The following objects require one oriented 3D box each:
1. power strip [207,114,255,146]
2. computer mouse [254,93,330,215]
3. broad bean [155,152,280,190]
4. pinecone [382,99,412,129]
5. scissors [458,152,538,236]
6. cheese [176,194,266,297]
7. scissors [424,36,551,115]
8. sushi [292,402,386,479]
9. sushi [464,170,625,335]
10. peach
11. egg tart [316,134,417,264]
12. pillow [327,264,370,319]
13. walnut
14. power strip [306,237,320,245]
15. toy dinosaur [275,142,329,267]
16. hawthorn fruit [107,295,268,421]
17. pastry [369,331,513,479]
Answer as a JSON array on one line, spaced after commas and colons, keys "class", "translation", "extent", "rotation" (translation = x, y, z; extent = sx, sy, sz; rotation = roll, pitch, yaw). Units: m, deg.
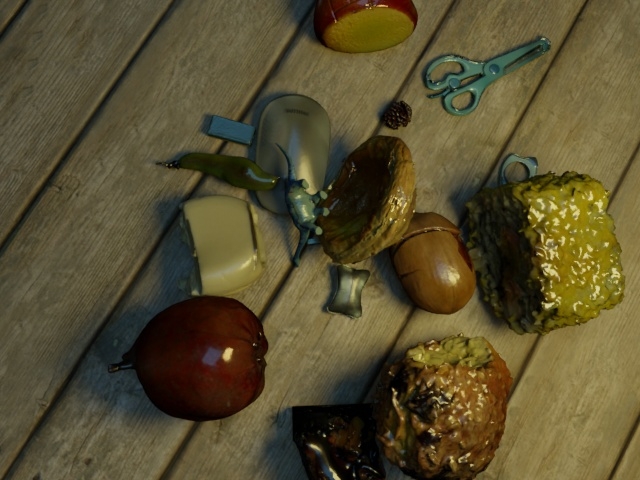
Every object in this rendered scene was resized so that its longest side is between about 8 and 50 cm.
[{"class": "power strip", "translation": [-0.236, -0.292, 1.622], "extent": [0.123, 0.032, 0.056], "rotation": [15, 82, -3]}, {"class": "computer mouse", "translation": [-0.076, -0.230, 1.600], "extent": [0.197, 0.095, 0.330], "rotation": [4, 81, 0]}, {"class": "broad bean", "translation": [-0.259, -0.186, 1.574], "extent": [0.325, 0.067, 0.075], "rotation": [11, 68, 13]}, {"class": "pinecone", "translation": [0.210, -0.342, 1.648], "extent": [0.083, 0.077, 0.077], "rotation": [-16, 83, 3]}, {"class": "scissors", "translation": [0.481, -0.090, 1.655], "extent": [0.360, 0.029, 0.191], "rotation": [-34, 87, -9]}, {"class": "cheese", "translation": [-0.257, 0.012, 1.507], "extent": [0.233, 0.127, 0.266], "rotation": [-11, 63, -7]}, {"class": "scissors", "translation": [0.478, -0.483, 1.709], "extent": [0.393, 0.032, 0.180], "rotation": [-26, 85, -7]}, {"class": "sushi", "translation": [0.046, 0.520, 1.441], "extent": [0.215, 0.212, 0.227], "rotation": [-1, 83, -6]}, {"class": "sushi", "translation": [0.533, 0.031, 1.486], "extent": [0.240, 0.351, 0.396], "rotation": [-16, 96, -14]}, {"class": "peach", "translation": [0.108, -0.619, 1.608], "extent": [0.275, 0.248, 0.245], "rotation": [-18, 49, 6]}, {"class": "egg tart", "translation": [0.131, -0.089, 1.498], "extent": [0.150, 0.352, 0.352], "rotation": [21, 79, -31]}, {"class": "pillow", "translation": [0.075, 0.132, 1.575], "extent": [0.091, 0.055, 0.135], "rotation": [17, 83, -34]}, {"class": "walnut", "translation": [0.273, 0.049, 1.539], "extent": [0.203, 0.203, 0.297], "rotation": [-25, 68, -8]}, {"class": "power strip", "translation": [0.000, 0.000, 1.603], "extent": [0.083, 0.027, 0.017], "rotation": [-7, 85, -6]}, {"class": "toy dinosaur", "translation": [-0.040, -0.086, 1.516], "extent": [0.076, 0.144, 0.329], "rotation": [-20, 107, -41]}, {"class": "hawthorn fruit", "translation": [-0.276, 0.279, 1.415], "extent": [0.325, 0.308, 0.308], "rotation": [-19, 83, 27]}, {"class": "pastry", "translation": [0.280, 0.405, 1.408], "extent": [0.292, 0.405, 0.337], "rotation": [6, 99, 29]}]
